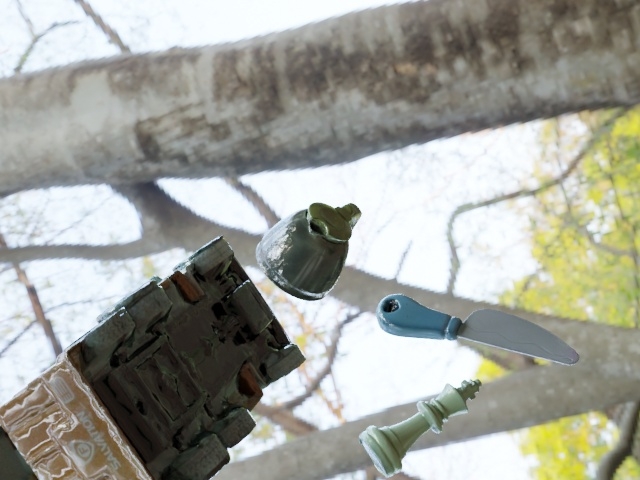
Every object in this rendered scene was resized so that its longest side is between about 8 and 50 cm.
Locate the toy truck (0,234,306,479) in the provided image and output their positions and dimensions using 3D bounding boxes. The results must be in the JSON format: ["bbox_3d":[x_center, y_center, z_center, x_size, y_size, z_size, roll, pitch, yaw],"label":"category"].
[{"bbox_3d":[-0.140,0.114,0.914,0.133,0.184,0.338,56,-160,-4],"label":"toy truck"}]

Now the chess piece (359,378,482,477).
[{"bbox_3d":[0.118,0.198,1.278,0.149,0.059,0.059,-31,-74,-12],"label":"chess piece"}]

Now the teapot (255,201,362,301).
[{"bbox_3d":[-0.007,-0.004,1.240,0.092,0.091,0.124,32,-150,-15],"label":"teapot"}]

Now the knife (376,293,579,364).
[{"bbox_3d":[0.181,0.100,1.343,0.032,0.244,0.058,76,-149,-43],"label":"knife"}]
